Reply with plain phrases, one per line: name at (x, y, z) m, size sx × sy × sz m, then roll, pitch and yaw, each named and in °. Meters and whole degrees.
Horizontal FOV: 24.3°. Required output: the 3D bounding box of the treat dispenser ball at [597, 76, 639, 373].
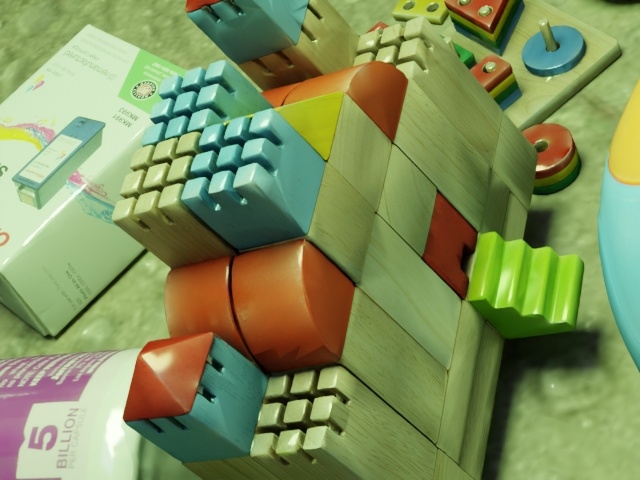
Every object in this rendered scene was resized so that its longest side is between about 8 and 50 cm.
treat dispenser ball at (0.279, -0.009, 0.710) m, size 0.288 × 0.288 × 0.288 m, roll -15°, pitch 45°, yaw 16°

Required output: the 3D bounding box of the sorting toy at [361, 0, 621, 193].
sorting toy at (0.121, -0.142, 1.097) m, size 0.132 × 0.046 × 0.274 m, roll -39°, pitch 43°, yaw -10°

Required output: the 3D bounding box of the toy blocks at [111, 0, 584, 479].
toy blocks at (0.000, 0.000, 0.841) m, size 0.190 × 0.261 × 0.381 m, roll -12°, pitch 50°, yaw 36°

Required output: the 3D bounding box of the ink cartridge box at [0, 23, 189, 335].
ink cartridge box at (-0.191, -0.050, 1.145) m, size 0.212 × 0.093 × 0.154 m, roll -47°, pitch 46°, yaw -15°

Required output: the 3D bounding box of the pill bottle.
pill bottle at (-0.205, 0.157, 0.903) m, size 0.301 × 0.169 × 0.169 m, roll -7°, pitch 48°, yaw 23°
